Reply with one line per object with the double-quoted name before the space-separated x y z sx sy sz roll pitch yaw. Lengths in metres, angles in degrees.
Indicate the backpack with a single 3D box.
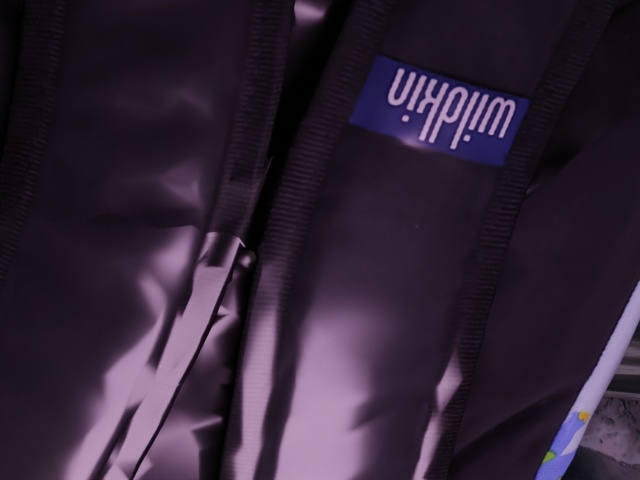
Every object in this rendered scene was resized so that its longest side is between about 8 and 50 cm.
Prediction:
"backpack" -0.039 -0.005 0.548 0.290 0.355 0.273 8 -170 -14
